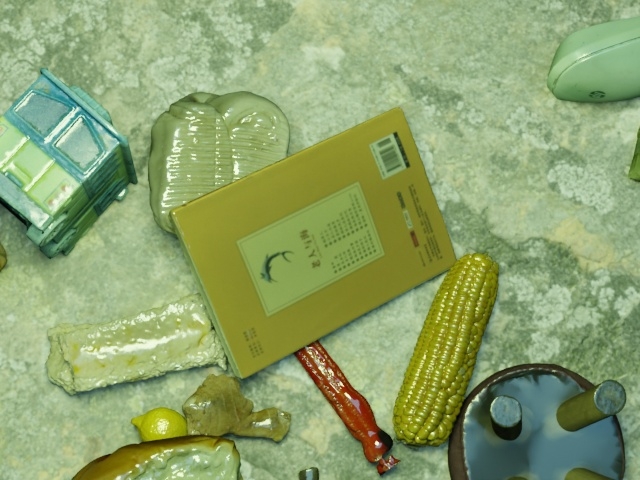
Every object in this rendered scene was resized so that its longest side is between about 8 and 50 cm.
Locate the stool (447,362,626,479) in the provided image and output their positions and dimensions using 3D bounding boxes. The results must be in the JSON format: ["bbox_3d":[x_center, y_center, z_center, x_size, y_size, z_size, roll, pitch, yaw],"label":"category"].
[{"bbox_3d":[0.330,0.310,1.754,0.272,0.178,0.272,1,83,-5],"label":"stool"}]

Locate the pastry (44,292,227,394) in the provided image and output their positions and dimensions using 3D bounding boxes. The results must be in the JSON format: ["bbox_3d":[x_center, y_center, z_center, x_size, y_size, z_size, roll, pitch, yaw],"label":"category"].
[{"bbox_3d":[-0.271,0.149,1.762,0.259,0.089,0.121,-9,76,-11],"label":"pastry"}]

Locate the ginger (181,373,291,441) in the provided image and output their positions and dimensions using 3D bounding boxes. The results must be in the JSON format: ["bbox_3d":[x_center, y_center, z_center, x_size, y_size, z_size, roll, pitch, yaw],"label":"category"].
[{"bbox_3d":[-0.123,0.244,1.774,0.165,0.067,0.096,7,74,-23],"label":"ginger"}]

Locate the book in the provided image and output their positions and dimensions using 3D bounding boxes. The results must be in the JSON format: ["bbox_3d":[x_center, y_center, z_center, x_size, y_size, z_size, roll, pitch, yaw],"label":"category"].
[{"bbox_3d":[0.000,0.000,1.760,0.389,0.032,0.268,-25,105,-20],"label":"book"}]

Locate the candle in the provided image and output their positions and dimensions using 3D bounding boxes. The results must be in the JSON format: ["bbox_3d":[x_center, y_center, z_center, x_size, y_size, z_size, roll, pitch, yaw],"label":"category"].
[{"bbox_3d":[0.013,0.202,1.801,0.051,0.048,0.329,-36,87,-1],"label":"candle"}]

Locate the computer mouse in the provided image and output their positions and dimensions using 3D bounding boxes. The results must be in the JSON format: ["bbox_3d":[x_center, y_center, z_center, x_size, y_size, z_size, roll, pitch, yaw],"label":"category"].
[{"bbox_3d":[0.488,-0.270,1.856,0.289,0.159,0.097,-8,68,-5],"label":"computer mouse"}]

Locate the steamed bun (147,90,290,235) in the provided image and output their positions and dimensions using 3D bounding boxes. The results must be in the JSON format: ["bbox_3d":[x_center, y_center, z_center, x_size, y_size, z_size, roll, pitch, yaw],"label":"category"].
[{"bbox_3d":[-0.156,-0.106,1.775,0.211,0.144,0.217,0,90,-22],"label":"steamed bun"}]

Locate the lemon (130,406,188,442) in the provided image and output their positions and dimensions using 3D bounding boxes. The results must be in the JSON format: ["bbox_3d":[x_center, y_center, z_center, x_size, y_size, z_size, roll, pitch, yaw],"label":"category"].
[{"bbox_3d":[-0.229,0.272,1.757,0.092,0.065,0.065,22,81,-11],"label":"lemon"}]

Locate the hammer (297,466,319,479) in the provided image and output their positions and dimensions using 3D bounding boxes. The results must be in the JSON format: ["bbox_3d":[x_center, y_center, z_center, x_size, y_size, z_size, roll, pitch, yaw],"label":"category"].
[{"bbox_3d":[-0.012,0.480,1.773,0.125,0.027,0.297,-3,82,-6],"label":"hammer"}]

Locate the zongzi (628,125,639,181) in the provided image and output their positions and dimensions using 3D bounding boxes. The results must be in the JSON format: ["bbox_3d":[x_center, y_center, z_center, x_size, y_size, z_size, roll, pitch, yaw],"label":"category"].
[{"bbox_3d":[0.547,-0.133,1.904,0.119,0.055,0.109,16,79,-16],"label":"zongzi"}]

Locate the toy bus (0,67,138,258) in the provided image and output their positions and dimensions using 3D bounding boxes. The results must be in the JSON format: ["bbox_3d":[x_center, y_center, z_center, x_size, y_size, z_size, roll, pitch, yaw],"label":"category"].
[{"bbox_3d":[-0.363,-0.095,1.667,0.152,0.312,0.190,40,80,0],"label":"toy bus"}]

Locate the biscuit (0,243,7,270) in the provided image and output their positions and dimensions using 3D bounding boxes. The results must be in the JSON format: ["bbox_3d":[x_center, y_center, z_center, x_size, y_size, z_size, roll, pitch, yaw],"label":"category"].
[{"bbox_3d":[-0.593,-0.028,1.746,0.213,0.091,0.274,-25,87,-11],"label":"biscuit"}]

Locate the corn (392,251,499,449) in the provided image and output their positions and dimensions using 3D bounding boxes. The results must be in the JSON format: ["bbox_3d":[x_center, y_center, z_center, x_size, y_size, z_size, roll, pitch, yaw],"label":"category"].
[{"bbox_3d":[0.186,0.158,1.800,0.102,0.102,0.312,19,80,-3],"label":"corn"}]

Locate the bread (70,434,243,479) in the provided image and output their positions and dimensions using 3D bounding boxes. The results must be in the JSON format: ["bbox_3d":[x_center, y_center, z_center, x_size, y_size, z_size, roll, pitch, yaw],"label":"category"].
[{"bbox_3d":[-0.207,0.380,1.650,0.250,0.279,0.224,-13,70,-9],"label":"bread"}]
